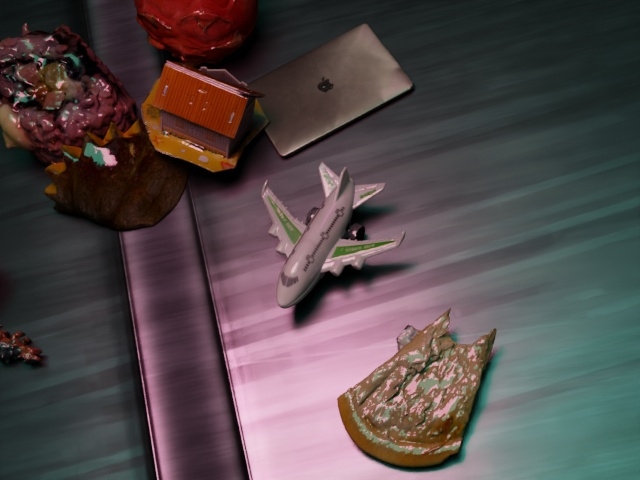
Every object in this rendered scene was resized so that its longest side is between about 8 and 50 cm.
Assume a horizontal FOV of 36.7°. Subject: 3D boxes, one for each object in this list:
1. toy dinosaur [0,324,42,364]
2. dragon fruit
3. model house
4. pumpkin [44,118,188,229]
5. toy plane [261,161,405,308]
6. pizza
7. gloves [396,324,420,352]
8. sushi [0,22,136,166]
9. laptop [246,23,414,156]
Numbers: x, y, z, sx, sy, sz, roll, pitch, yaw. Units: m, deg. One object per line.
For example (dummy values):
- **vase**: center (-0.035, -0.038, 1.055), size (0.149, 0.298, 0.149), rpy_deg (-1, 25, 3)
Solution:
- **toy dinosaur**: center (-0.517, 0.168, 1.565), size (0.154, 0.049, 0.055), rpy_deg (13, 68, 13)
- **dragon fruit**: center (-0.226, -0.438, 1.732), size (0.240, 0.241, 0.252), rpy_deg (-8, 105, 2)
- **model house**: center (-0.201, -0.249, 1.623), size (0.219, 0.136, 0.207), rpy_deg (25, 52, 8)
- **pumpkin**: center (-0.341, -0.104, 1.634), size (0.254, 0.130, 0.149), rpy_deg (-30, 59, -7)
- **toy plane**: center (0.001, 0.002, 1.520), size (0.251, 0.101, 0.255), rpy_deg (20, 71, 21)
- **pizza**: center (0.157, 0.213, 1.387), size (0.181, 0.034, 0.262), rpy_deg (41, 83, 22)
- **gloves**: center (0.149, 0.167, 1.438), size (0.086, 0.026, 0.064), rpy_deg (33, 73, 20)
- **sushi**: center (-0.468, -0.245, 1.716), size (0.236, 0.171, 0.270), rpy_deg (-38, 65, -10)
- **laptop**: center (0.009, -0.271, 1.719), size (0.269, 0.015, 0.188), rpy_deg (-29, 59, -5)
